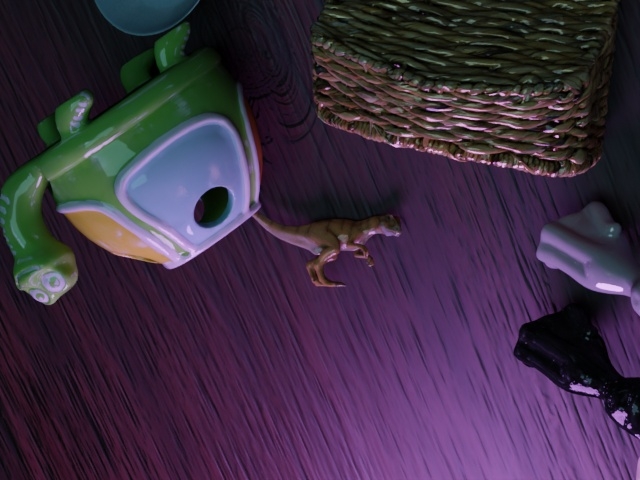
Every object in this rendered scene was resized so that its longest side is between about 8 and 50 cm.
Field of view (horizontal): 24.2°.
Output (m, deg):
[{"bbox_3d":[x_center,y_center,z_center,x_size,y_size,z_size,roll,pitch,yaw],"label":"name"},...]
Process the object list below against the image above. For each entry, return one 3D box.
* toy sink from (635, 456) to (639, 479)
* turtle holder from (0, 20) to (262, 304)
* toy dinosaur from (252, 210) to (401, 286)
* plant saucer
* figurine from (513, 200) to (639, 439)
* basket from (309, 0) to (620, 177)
[{"bbox_3d":[0.465,0.362,1.723,0.131,0.234,0.153,-4,112,-9],"label":"toy sink"},{"bbox_3d":[-0.207,-0.077,1.707,0.243,0.320,0.227,-23,105,50],"label":"turtle holder"},{"bbox_3d":[0.000,0.000,1.813,0.211,0.064,0.112,1,88,15],"label":"toy dinosaur"},{"bbox_3d":[-0.185,-0.329,1.718,0.195,0.037,0.195,-3,84,34],"label":"plant saucer"},{"bbox_3d":[0.325,0.092,1.639,0.209,0.092,0.215,40,130,49],"label":"figurine"},{"bbox_3d":[0.146,-0.144,1.563,0.299,0.213,0.223,14,137,15],"label":"basket"}]
